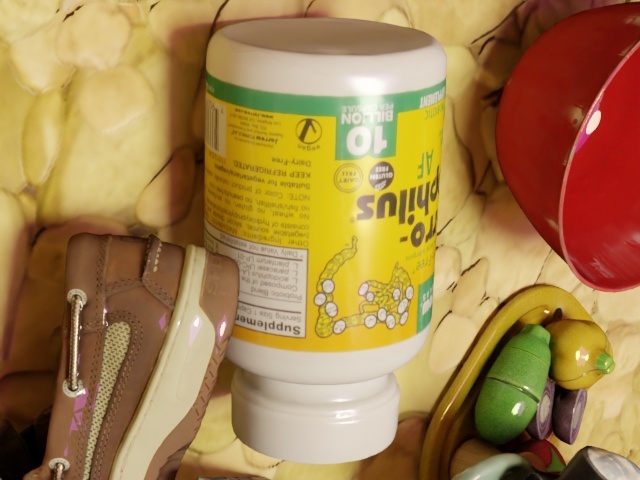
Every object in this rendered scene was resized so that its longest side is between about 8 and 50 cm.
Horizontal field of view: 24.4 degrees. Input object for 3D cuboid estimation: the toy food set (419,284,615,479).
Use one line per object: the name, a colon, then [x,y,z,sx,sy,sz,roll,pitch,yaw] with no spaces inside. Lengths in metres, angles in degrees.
toy food set: [0.133,0.136,0.953,0.218,0.071,0.128,-58,135,-12]

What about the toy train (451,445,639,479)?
toy train: [0.108,0.262,0.887,0.190,0.142,0.334,17,113,-45]

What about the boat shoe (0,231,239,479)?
boat shoe: [-0.121,0.113,0.704,0.095,0.095,0.257,17,102,-11]

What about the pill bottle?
pill bottle: [0.000,0.000,0.741,0.118,0.118,0.208,-14,114,-41]

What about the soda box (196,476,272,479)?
soda box: [-0.029,0.157,0.749,0.058,0.063,0.183,-65,169,-6]

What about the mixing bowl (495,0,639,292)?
mixing bowl: [0.171,-0.070,0.887,0.181,0.098,0.181,-23,128,-33]
